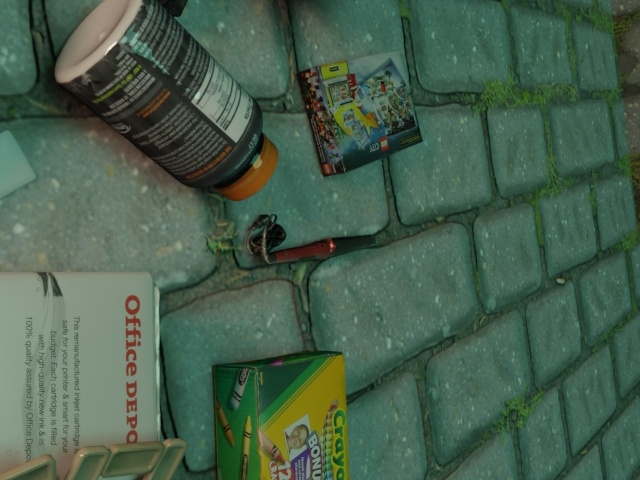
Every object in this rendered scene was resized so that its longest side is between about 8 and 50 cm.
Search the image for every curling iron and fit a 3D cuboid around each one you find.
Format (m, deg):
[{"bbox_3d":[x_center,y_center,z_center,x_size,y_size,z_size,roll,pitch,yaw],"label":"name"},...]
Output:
[{"bbox_3d":[0.000,0.000,1.002,0.274,0.035,0.068,2,85,-49],"label":"curling iron"}]

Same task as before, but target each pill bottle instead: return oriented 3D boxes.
[{"bbox_3d":[-0.152,-0.144,0.766,0.246,0.130,0.130,42,56,-39],"label":"pill bottle"}]

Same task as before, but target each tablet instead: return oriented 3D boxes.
[{"bbox_3d":[-0.315,-0.064,0.661,0.083,0.006,0.054,-44,119,-42],"label":"tablet"}]

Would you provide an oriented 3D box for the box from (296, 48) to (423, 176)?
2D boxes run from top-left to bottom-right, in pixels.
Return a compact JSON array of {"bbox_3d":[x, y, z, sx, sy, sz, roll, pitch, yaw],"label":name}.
[{"bbox_3d":[0.069,-0.205,1.098,0.233,0.044,0.159,-26,106,-48],"label":"box"}]

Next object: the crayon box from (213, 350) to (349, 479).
[{"bbox_3d":[-0.044,0.287,0.885,0.165,0.081,0.278,1,85,-49],"label":"crayon box"}]

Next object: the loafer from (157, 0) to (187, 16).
[{"bbox_3d":[-0.161,-0.369,0.826,0.078,0.076,0.223,34,66,-48],"label":"loafer"}]

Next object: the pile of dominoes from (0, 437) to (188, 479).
[{"bbox_3d":[-0.244,0.269,0.590,0.196,0.040,0.251,19,101,-53],"label":"pile of dominoes"}]

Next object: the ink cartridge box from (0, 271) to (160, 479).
[{"bbox_3d":[-0.281,0.126,0.597,0.273,0.114,0.197,3,85,-49],"label":"ink cartridge box"}]
